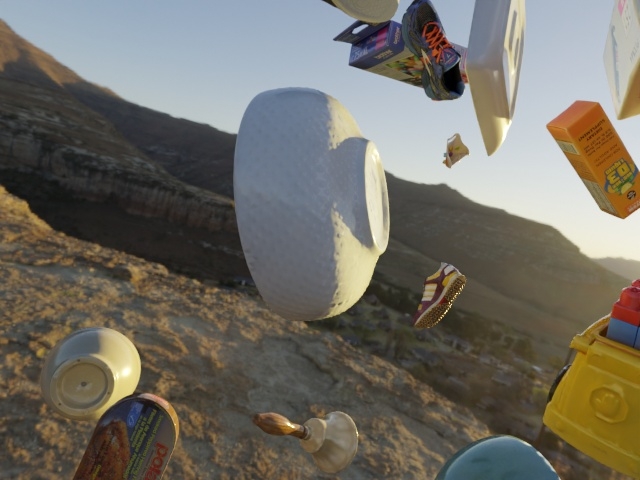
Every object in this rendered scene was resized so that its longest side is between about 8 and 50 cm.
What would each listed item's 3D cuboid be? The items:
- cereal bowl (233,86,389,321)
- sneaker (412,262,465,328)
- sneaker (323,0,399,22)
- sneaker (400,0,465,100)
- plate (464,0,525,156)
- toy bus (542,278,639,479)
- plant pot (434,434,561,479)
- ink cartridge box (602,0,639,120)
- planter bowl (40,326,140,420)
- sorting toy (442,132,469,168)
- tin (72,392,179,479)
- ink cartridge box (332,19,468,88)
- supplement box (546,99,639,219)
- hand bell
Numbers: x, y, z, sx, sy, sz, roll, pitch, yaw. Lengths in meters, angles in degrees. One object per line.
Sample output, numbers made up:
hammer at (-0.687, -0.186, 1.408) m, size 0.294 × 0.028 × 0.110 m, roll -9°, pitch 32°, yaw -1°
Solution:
cereal bowl at (0.015, -0.054, 0.664) m, size 0.141 × 0.339 × 0.339 m, roll -5°, pitch -1°, yaw 19°
sneaker at (0.296, 0.146, 1.202) m, size 0.069 × 0.185 × 0.084 m, roll 31°, pitch 12°, yaw -38°
sneaker at (-0.001, -0.480, 0.817) m, size 0.295 × 0.105 × 0.147 m, roll 11°, pitch 22°, yaw -29°
sneaker at (0.230, -0.366, 0.890) m, size 0.221 × 0.083 × 0.087 m, roll 50°, pitch -4°, yaw -38°
plate at (0.296, -0.319, 0.748) m, size 0.045 × 0.277 × 0.278 m, roll 6°, pitch -15°, yaw 28°
toy bus at (0.402, 0.147, 0.574) m, size 0.220 × 0.211 × 0.149 m, roll -13°, pitch 22°, yaw -37°
plant pot at (0.343, 0.574, 0.970) m, size 0.195 × 0.290 × 0.290 m, roll 7°, pitch 8°, yaw -26°
ink cartridge box at (0.493, -0.239, 0.689) m, size 0.060 × 0.239 × 0.275 m, roll -10°, pitch -11°, yaw 25°
planter bowl at (-0.398, 0.237, 0.789) m, size 0.162 × 0.162 × 0.109 m, roll 13°, pitch -6°, yaw -18°
sorting toy at (0.365, -0.252, 1.262) m, size 0.083 × 0.075 × 0.045 m, roll -35°, pitch 40°, yaw -25°
tin at (-0.261, 0.299, 0.618) m, size 0.106 × 0.190 × 0.040 m, roll 24°, pitch -3°, yaw -1°
ink cartridge box at (0.198, -0.415, 1.044) m, size 0.311 × 0.065 × 0.186 m, roll 10°, pitch 3°, yaw -24°
supplement box at (0.537, -0.152, 0.879) m, size 0.233 × 0.078 × 0.080 m, roll 46°, pitch 10°, yaw -18°
hand bell at (-0.043, 0.380, 0.920) m, size 0.126 × 0.126 × 0.242 m, roll 21°, pitch -13°, yaw 49°
